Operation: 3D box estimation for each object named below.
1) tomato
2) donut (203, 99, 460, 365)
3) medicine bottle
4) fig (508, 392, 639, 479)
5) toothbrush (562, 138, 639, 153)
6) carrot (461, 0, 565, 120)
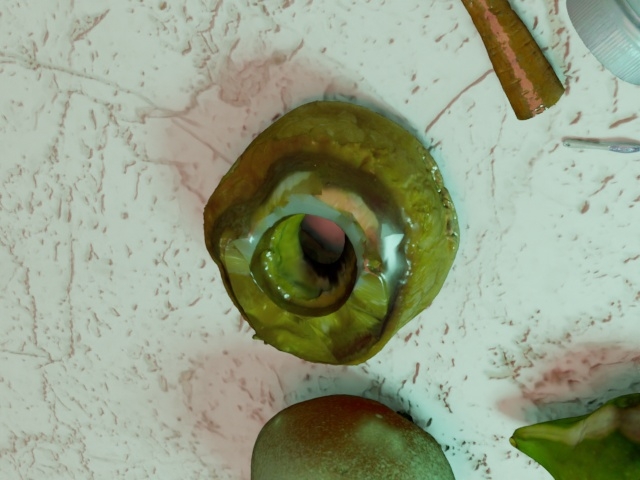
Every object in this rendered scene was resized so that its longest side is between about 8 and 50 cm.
[{"bbox_3d":[0.032,0.367,1.597,0.303,0.239,0.303,7,108,21],"label":"tomato"},{"bbox_3d":[0.000,0.000,1.435,0.330,0.160,0.330,13,122,22],"label":"donut"},{"bbox_3d":[0.355,-0.263,1.121,0.139,0.139,0.225,42,127,-8],"label":"medicine bottle"},{"bbox_3d":[0.363,0.279,1.471,0.275,0.206,0.206,7,127,42],"label":"fig"},{"bbox_3d":[0.336,-0.104,1.318,0.131,0.013,0.011,7,119,22],"label":"toothbrush"},{"bbox_3d":[0.188,-0.232,1.270,0.061,0.061,0.210,-24,107,33],"label":"carrot"}]
